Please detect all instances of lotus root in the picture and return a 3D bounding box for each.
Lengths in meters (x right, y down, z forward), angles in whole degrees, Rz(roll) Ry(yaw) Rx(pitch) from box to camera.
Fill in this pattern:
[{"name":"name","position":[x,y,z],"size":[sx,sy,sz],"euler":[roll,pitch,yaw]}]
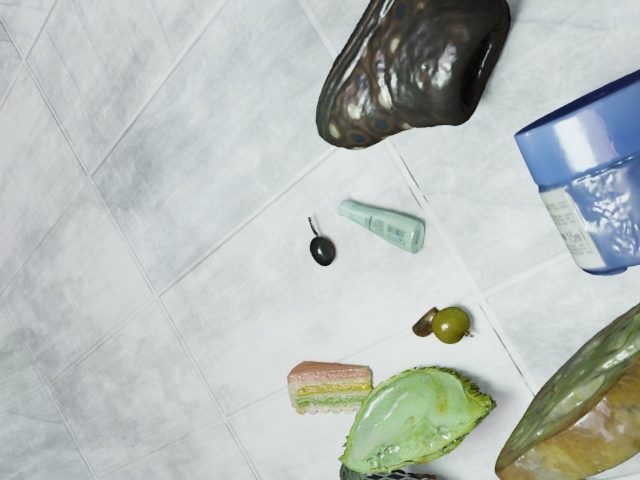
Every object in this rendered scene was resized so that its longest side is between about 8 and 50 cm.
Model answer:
[{"name":"lotus root","position":[0.211,0.169,1.546],"size":[0.037,0.030,0.083],"euler":[50,136,13]},{"name":"lotus root","position":[0.410,0.233,1.141],"size":[0.111,0.375,0.390],"euler":[44,172,8]}]

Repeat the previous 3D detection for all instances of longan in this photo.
[{"name":"longan","position":[0.254,0.165,1.476],"size":[0.083,0.075,0.075],"euler":[32,129,18]}]

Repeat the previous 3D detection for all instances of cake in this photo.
[{"name":"cake","position":[0.019,0.342,1.770],"size":[0.225,0.090,0.109],"euler":[-4,102,44]}]

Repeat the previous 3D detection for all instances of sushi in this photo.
[{"name":"sushi","position":[0.184,0.503,1.644],"size":[0.139,0.201,0.031],"euler":[126,155,-53]}]

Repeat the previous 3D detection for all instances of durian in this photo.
[{"name":"durian","position":[0.185,0.351,1.535],"size":[0.394,0.198,0.163],"euler":[-25,89,45]}]

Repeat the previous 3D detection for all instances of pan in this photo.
[{"name":"pan","position":[0.000,-0.001,1.673],"size":[0.068,0.023,0.115],"euler":[-5,108,46]}]

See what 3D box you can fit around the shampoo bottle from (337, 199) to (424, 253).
[{"name":"shampoo bottle","position":[0.116,-0.035,1.534],"size":[0.191,0.041,0.069],"euler":[24,129,35]}]

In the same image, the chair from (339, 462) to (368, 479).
[{"name":"chair","position":[0.139,0.594,1.759],"size":[0.270,0.147,0.136],"euler":[-99,19,-57]}]

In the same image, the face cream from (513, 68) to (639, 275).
[{"name":"face cream","position":[0.424,-0.102,1.064],"size":[0.249,0.249,0.225],"euler":[-22,98,47]}]

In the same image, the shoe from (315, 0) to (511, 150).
[{"name":"shoe","position":[0.154,-0.269,1.296],"size":[0.237,0.171,0.384],"euler":[47,127,23]}]
